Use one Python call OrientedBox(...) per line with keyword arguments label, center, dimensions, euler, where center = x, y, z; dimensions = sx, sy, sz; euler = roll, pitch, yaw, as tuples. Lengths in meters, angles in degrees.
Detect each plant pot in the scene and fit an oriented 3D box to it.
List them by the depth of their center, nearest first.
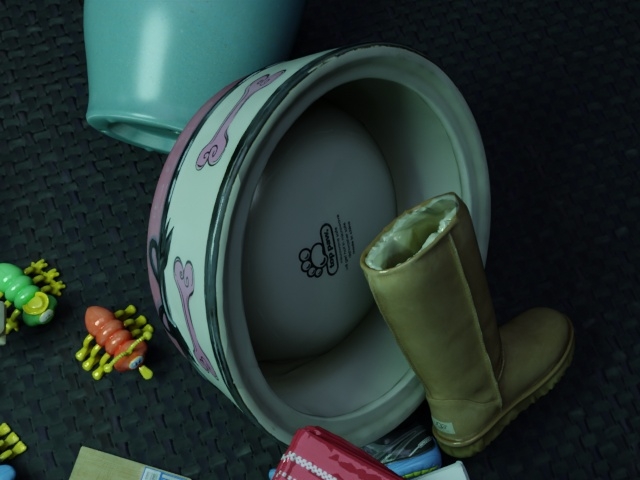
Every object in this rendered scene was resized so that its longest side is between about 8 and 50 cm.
OrientedBox(label="plant pot", center=(-0.158, -0.235, 1.135), dimensions=(0.271, 0.271, 0.255), euler=(13, 84, 1))

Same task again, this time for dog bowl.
OrientedBox(label="dog bowl", center=(0.000, 0.000, 0.993), dimensions=(0.150, 0.408, 0.408), euler=(14, 63, 42))

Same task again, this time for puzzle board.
OrientedBox(label="puzzle board", center=(-0.214, 0.287, 1.048), dimensions=(0.128, 0.011, 0.096), euler=(16, 67, 2))

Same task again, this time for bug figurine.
OrientedBox(label="bug figurine", center=(-0.329, 0.141, 1.063), dimensions=(0.216, 0.072, 0.279), euler=(41, 72, 12))

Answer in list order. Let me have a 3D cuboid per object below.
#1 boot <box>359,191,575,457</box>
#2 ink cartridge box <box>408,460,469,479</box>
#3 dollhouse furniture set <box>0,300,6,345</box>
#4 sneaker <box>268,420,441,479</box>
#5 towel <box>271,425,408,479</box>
OrientedBox(label="boot", center=(0.168, 0.065, 1.015), dimensions=(0.089, 0.269, 0.236), euler=(12, 45, 43))
OrientedBox(label="ink cartridge box", center=(0.009, 0.328, 0.939), dimensions=(0.289, 0.211, 0.121), euler=(-17, 71, -10))
OrientedBox(label="dollhouse furniture set", center=(-0.530, -0.024, 1.057), dimensions=(0.355, 0.174, 0.303), euler=(8, 65, -26))
OrientedBox(label="sneaker", center=(0.036, 0.242, 1.063), dimensions=(0.188, 0.067, 0.078), euler=(-11, 49, -6))
OrientedBox(label="towel", center=(0.009, 0.317, 0.817), dimensions=(0.199, 0.031, 0.275), euler=(28, 74, 1))
